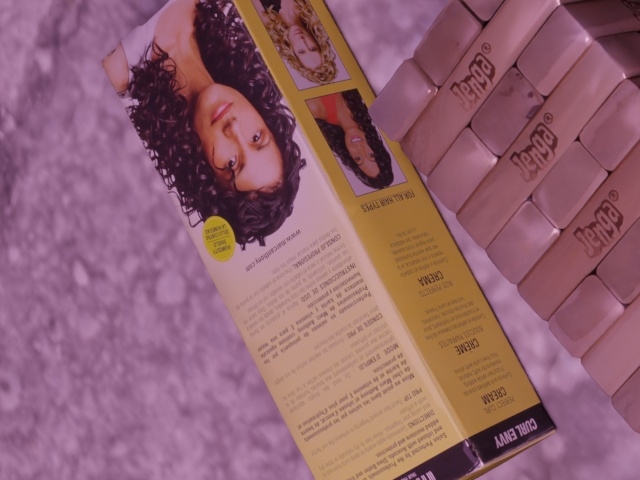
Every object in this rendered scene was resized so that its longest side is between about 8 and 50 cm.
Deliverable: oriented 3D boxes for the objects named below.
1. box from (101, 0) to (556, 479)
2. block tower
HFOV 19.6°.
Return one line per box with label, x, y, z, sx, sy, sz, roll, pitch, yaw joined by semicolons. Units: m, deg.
box;0.000;0.000;0.768;0.087;0.058;0.232;-37;77;40
block tower;0.155;0.029;0.622;0.335;0.097;0.091;51;127;20
